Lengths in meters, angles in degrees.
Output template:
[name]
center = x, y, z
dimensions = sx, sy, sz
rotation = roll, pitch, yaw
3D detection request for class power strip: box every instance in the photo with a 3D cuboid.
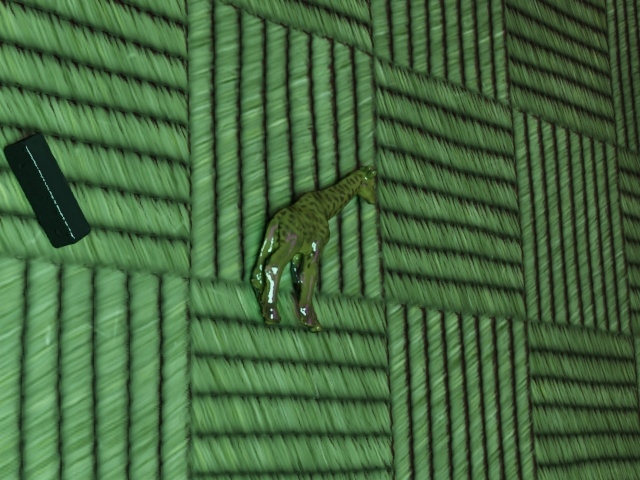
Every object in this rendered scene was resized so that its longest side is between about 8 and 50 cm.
[power strip]
center = -0.260, -0.047, 1.123
dimensions = 0.029, 0.038, 0.111
rotation = -41, 113, -46

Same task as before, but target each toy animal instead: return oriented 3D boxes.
[toy animal]
center = -0.005, -0.006, 1.392
dimensions = 0.149, 0.054, 0.275
rotation = 47, 49, -35
